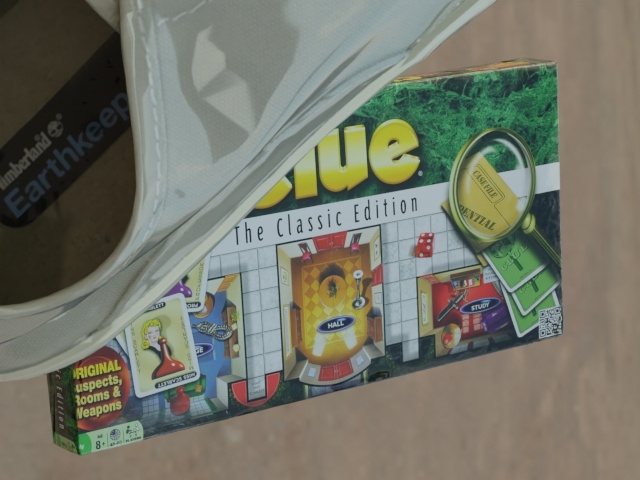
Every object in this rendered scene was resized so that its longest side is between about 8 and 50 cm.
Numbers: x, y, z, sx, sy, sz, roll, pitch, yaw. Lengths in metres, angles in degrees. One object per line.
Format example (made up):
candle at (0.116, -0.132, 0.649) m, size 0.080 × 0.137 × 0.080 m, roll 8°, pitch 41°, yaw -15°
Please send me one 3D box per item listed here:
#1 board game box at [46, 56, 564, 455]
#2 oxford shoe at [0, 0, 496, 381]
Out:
board game box at (0.000, 0.000, 0.758) m, size 0.259 × 0.030 × 0.136 m, roll -12°, pitch 103°, yaw -32°
oxford shoe at (-0.011, -0.128, 0.532) m, size 0.169 × 0.449 × 0.130 m, roll 45°, pitch 11°, yaw 15°
